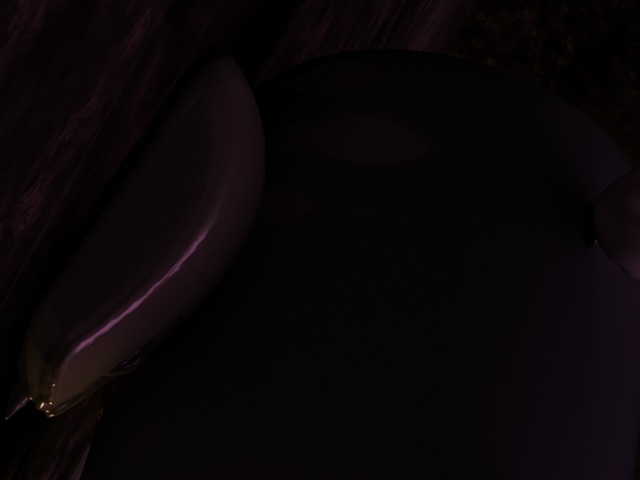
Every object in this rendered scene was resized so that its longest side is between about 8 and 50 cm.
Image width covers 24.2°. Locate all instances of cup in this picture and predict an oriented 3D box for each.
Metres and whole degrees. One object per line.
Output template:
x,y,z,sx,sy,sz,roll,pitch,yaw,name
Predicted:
0.065,0.057,0.711,0.356,0.259,0.275,-18,-131,47,cup

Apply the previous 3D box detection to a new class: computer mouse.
-0.068,0.006,0.626,0.182,0.056,0.089,-58,173,-20,computer mouse

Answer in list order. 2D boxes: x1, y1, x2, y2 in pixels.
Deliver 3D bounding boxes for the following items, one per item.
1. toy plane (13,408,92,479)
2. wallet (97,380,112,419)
-0.155,0.165,0.743,0.171,0.065,0.162,-68,176,-72,toy plane
-0.091,0.052,0.944,0.153,0.038,0.118,-57,180,-10,wallet
